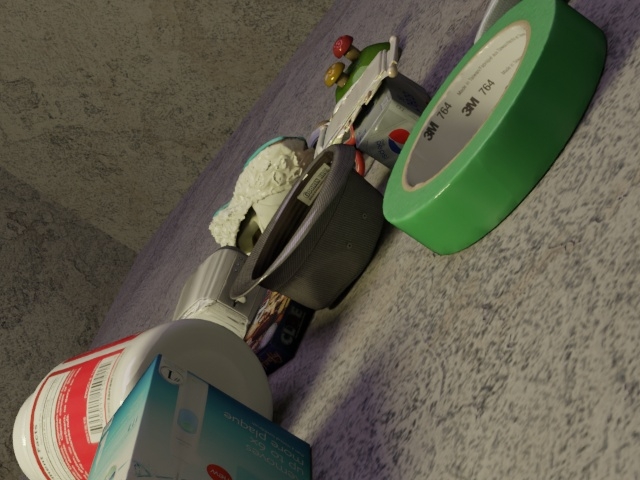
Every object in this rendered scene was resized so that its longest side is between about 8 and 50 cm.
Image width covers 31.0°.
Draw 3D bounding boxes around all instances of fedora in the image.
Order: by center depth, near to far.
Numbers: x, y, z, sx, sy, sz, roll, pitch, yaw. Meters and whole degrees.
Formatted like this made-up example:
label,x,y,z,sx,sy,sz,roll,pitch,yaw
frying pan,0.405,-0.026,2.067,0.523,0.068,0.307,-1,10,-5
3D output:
label,x,y,z,sx,sy,sz,roll,pitch,yaw
fedora,0.000,0.000,1.630,0.275,0.124,0.244,-61,14,-24

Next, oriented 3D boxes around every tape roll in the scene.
label,x,y,z,sx,sy,sz,roll,pitch,yaw
tape roll,0.196,-0.136,1.344,0.321,0.077,0.321,-52,13,17

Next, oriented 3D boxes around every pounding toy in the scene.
label,x,y,z,sx,sy,sz,roll,pitch,yaw
pounding toy,0.047,-0.317,2.290,0.237,0.110,0.183,-51,13,22

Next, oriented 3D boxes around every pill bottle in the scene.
label,x,y,z,sx,sy,sz,roll,pitch,yaw
pill bottle,-0.267,0.254,1.608,0.408,0.229,0.229,-21,35,50

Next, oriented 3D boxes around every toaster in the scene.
label,x,y,z,sx,sy,sz,roll,pitch,yaw
toaster,-0.183,0.126,2.011,0.227,0.129,0.146,-43,20,42

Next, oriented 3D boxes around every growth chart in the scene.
label,x,y,z,sx,sy,sz,roll,pitch,yaw
growth chart,0.052,-0.205,1.738,0.237,0.021,0.172,-50,15,35

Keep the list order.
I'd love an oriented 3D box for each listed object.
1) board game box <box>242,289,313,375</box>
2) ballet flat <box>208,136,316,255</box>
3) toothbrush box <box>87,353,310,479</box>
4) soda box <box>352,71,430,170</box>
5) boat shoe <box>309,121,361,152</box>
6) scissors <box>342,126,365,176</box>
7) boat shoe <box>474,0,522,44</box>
label,x,y,z,sx,sy,sz,roll,pitch,yaw
board game box,-0.053,0.099,1.773,0.165,0.042,0.243,-41,20,52
ballet flat,-0.095,-0.056,2.154,0.147,0.147,0.409,-63,8,-28
toothbrush box,-0.130,0.279,1.211,0.126,0.216,0.295,-53,12,17
soda box,0.111,-0.187,1.743,0.091,0.098,0.286,-55,12,16
boat shoe,0.043,-0.165,2.031,0.228,0.080,0.076,-26,57,59
scissors,0.001,-0.103,2.018,0.297,0.021,0.109,-44,59,53
boat shoe,0.284,-0.360,1.505,0.302,0.109,0.094,-58,10,7
